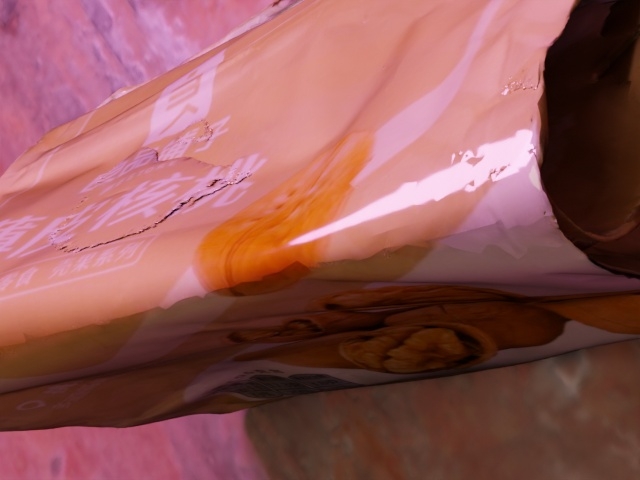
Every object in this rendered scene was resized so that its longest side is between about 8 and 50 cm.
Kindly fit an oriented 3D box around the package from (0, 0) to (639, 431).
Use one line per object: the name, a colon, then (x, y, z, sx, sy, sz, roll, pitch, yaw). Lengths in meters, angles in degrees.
package: (-0.001, -0.032, 0.613, 0.311, 0.221, 0.165, -16, 75, 39)
